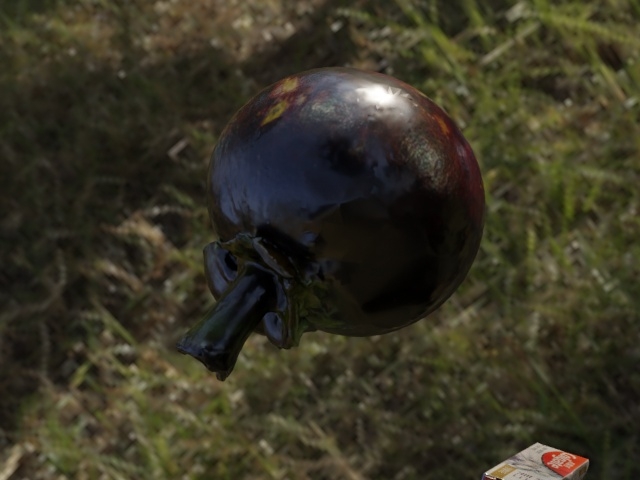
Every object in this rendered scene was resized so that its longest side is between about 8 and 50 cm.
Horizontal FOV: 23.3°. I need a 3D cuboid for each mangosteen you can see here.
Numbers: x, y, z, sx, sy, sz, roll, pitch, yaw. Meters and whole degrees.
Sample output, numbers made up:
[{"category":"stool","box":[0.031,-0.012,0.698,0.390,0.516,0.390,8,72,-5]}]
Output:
[{"category":"mangosteen","box":[0.000,0.000,1.236,0.231,0.231,0.289,-8,40,46]}]

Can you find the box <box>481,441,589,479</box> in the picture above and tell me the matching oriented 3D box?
[{"category":"box","box":[0.185,0.213,1.343,0.055,0.218,0.039,16,95,20]}]
